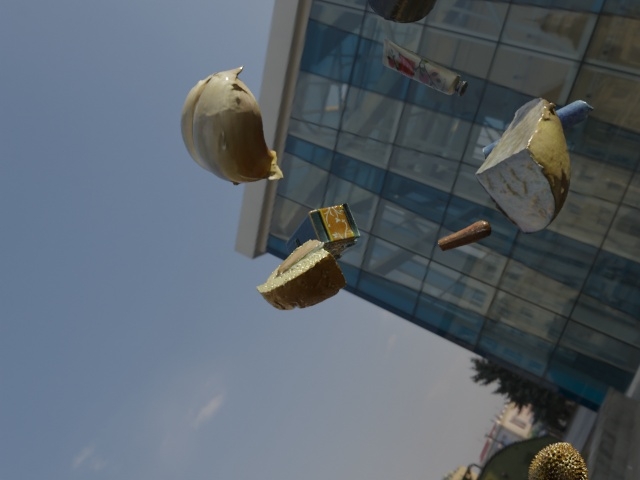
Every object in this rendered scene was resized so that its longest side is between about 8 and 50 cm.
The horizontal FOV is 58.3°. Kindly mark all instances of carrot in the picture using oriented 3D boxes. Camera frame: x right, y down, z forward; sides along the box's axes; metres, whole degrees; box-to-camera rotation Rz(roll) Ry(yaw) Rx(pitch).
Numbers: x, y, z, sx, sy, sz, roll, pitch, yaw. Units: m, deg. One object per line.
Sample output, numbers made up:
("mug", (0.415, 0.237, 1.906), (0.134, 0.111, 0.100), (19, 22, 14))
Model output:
("carrot", (0.431, -0.011, 1.714), (0.161, 0.055, 0.055), (-24, -24, 11))

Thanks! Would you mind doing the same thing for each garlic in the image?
("garlic", (-0.245, -0.282, 1.495), (0.249, 0.286, 0.313), (-27, -46, 5))

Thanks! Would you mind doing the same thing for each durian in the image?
("durian", (0.663, 0.643, 1.594), (0.158, 0.137, 0.168), (19, -87, -29))

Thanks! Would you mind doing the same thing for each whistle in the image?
("whistle", (0.605, -0.304, 1.611), (0.062, 0.304, 0.062), (28, -130, -39))

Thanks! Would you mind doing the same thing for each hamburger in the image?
("hamburger", (-0.043, 0.113, 1.467), (0.207, 0.135, 0.155), (-35, -69, -20))

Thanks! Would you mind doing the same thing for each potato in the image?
("potato", (0.495, -0.179, 1.249), (0.264, 0.189, 0.211), (-53, 6, -23))

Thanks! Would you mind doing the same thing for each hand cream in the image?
("hand cream", (0.247, -0.414, 1.391), (0.050, 0.234, 0.080), (-46, -24, -26))

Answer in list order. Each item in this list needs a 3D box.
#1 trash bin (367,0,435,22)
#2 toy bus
("trash bin", (0.231, -0.685, 1.363), (0.203, 0.252, 0.301), (-62, 1, -16))
("toy bus", (0.000, 0.000, 1.926), (0.167, 0.139, 0.275), (-13, -18, -26))
